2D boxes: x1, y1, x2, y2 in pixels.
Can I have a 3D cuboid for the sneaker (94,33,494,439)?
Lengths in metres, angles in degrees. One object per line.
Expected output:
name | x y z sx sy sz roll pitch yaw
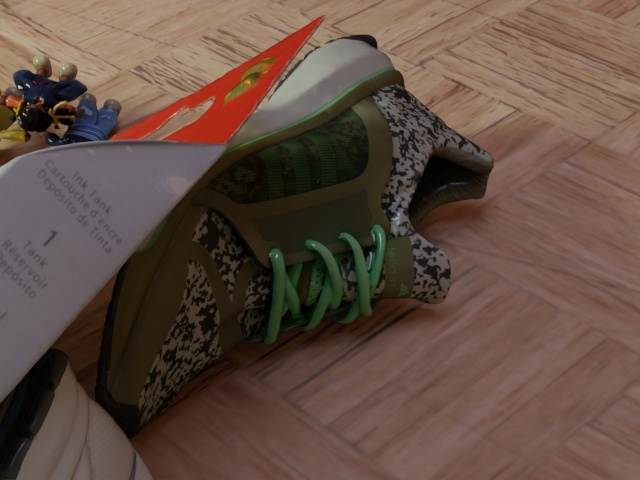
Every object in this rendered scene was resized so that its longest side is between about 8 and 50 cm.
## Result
sneaker | 0.000 0.000 0.888 0.182 0.158 0.410 27 48 16

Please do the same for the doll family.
doll family | -0.254 -0.104 1.087 0.193 0.076 0.111 2 32 1

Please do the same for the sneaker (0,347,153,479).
sneaker | -0.163 0.203 0.633 0.111 0.129 0.297 -6 49 41

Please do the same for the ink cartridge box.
ink cartridge box | -0.200 -0.009 0.773 0.308 0.091 0.385 -21 26 47
